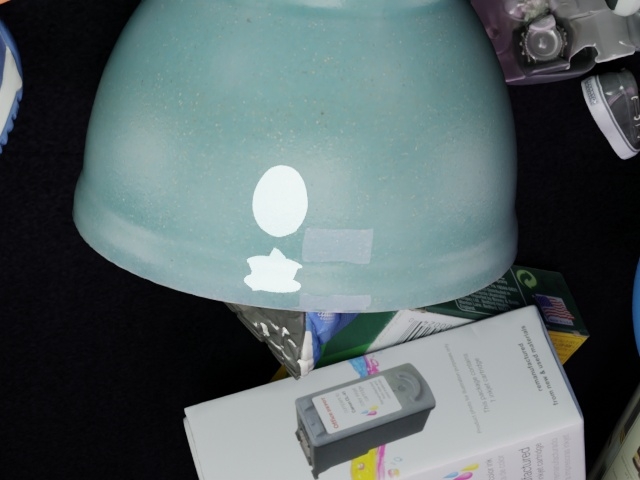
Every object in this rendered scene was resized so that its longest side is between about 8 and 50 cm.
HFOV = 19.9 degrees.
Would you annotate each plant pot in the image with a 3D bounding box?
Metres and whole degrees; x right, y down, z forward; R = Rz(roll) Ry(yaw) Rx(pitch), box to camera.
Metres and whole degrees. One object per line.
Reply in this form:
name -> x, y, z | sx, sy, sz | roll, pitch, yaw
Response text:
plant pot -> -0.008, -0.101, 1.164 | 0.293, 0.293, 0.196 | -4, 114, -20

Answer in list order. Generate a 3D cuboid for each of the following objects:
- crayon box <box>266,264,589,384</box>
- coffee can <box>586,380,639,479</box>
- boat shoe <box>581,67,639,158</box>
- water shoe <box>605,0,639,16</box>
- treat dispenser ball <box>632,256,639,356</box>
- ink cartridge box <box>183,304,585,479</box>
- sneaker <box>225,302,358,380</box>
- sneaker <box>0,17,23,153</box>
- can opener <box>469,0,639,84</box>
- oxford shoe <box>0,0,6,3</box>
crayon box -> 0.064, 0.142, 1.628 | 0.202, 0.081, 0.318 | 10, 133, -33
coffee can -> 0.378, 0.212, 1.759 | 0.202, 0.201, 0.275 | -4, 141, -20
boat shoe -> 0.237, -0.098, 1.408 | 0.040, 0.049, 0.142 | -21, 164, 15
water shoe -> 0.175, -0.237, 1.224 | 0.080, 0.073, 0.203 | -8, 132, 8
treat dispenser ball -> 0.402, 0.056, 1.502 | 0.288, 0.288, 0.288 | -12, 142, -10
ink cartridge box -> 0.061, 0.202, 1.529 | 0.306, 0.131, 0.226 | -18, 142, -4
sneaker -> 0.000, 0.000, 1.318 | 0.147, 0.130, 0.330 | -43, -179, 8
sneaker -> -0.292, -0.053, 1.102 | 0.112, 0.296, 0.131 | 5, 144, 38
can opener -> 0.237, -0.172, 1.345 | 0.284, 0.076, 0.095 | -12, 174, -11
oxford shoe -> -0.271, -0.188, 1.061 | 0.271, 0.097, 0.098 | -7, 135, -16
